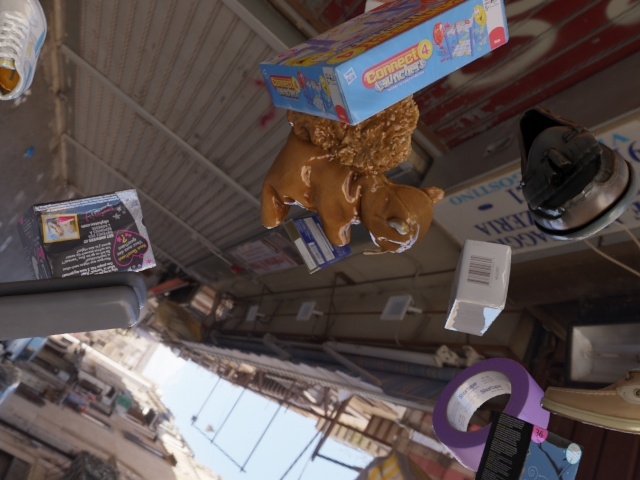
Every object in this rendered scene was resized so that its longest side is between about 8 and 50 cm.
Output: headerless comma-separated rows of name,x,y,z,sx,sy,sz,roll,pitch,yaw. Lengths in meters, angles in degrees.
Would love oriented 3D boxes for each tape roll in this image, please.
tape roll,0.415,0.424,1.184,0.274,0.090,0.275,-39,-168,10

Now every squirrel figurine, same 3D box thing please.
squirrel figurine,0.090,-0.152,1.085,0.281,0.370,0.397,-32,142,-40

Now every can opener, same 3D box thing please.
can opener,-0.325,0.058,0.481,0.074,0.279,0.093,-106,-163,-67

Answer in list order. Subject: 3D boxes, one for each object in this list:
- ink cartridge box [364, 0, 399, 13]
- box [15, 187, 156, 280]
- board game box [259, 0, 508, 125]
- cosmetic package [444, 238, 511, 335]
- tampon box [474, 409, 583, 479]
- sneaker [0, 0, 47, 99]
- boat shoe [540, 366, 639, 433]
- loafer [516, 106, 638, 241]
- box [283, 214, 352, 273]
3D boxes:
ink cartridge box,0.280,-0.621,1.402,0.197,0.272,0.114,-37,146,-50
box,-0.416,0.009,0.840,0.163,0.142,0.247,-17,-175,-37
board game box,0.090,-0.318,0.812,0.308,0.086,0.302,-32,-149,-15
cosmetic package,0.294,0.097,0.908,0.231,0.085,0.118,64,39,-66
tampon box,0.362,0.407,0.842,0.161,0.120,0.101,-68,-164,-11
sneaker,-0.618,-0.394,0.967,0.092,0.087,0.229,-107,-143,-52
boat shoe,0.542,0.258,0.772,0.340,0.121,0.110,-3,-109,30
loafer,0.236,-0.080,0.488,0.096,0.084,0.267,-44,-178,28
box,0.000,0.000,1.226,0.036,0.137,0.225,-33,173,26
